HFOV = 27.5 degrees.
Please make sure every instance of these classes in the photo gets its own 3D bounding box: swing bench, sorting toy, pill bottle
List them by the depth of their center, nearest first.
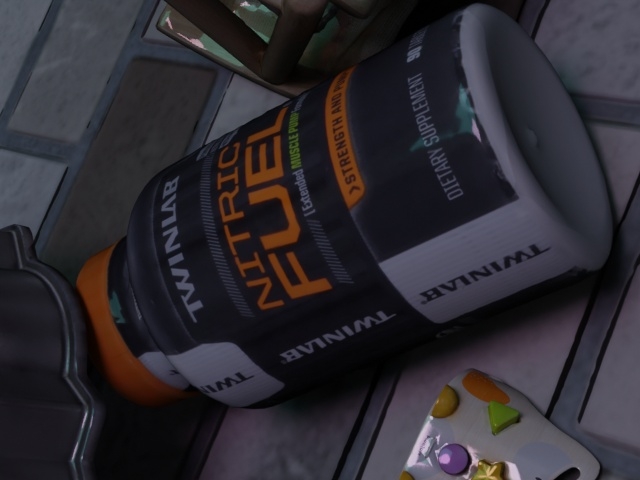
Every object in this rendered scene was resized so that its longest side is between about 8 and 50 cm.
[{"bbox_3d":[0.078,0.104,0.569,0.075,0.045,0.083,22,83,24],"label":"sorting toy"},{"bbox_3d":[0.000,0.000,0.615,0.246,0.130,0.130,-26,54,27],"label":"pill bottle"},{"bbox_3d":[0.012,-0.214,0.659,0.165,0.255,0.253,29,88,14],"label":"swing bench"}]

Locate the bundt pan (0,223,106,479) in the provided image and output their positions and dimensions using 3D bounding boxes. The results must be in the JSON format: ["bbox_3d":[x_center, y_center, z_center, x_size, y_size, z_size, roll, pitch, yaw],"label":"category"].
[{"bbox_3d":[-0.256,0.129,0.644,0.331,0.124,0.330,-16,65,39],"label":"bundt pan"}]
